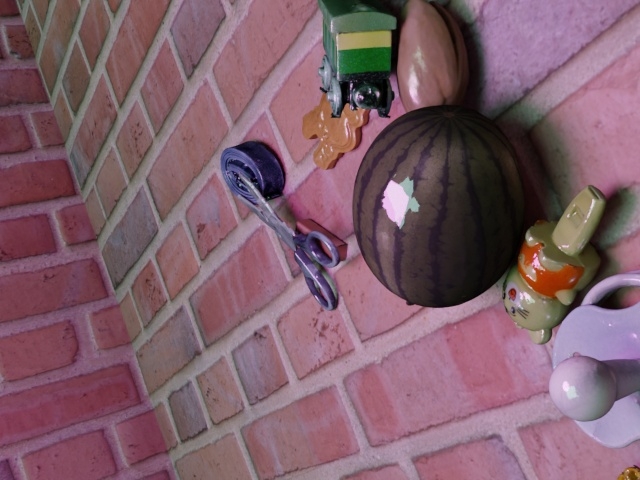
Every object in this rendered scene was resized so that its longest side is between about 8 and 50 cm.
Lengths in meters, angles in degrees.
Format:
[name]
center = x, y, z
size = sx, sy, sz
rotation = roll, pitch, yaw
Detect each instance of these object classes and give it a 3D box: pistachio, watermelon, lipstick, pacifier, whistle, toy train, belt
[pistachio]
center = 0.184, -0.301, 1.295
size = 0.135, 0.135, 0.226
rotation = -9, 87, 56
[watermelon]
center = 0.190, -0.041, 1.243
size = 0.279, 0.278, 0.360
rotation = 35, 142, 45
[lipstick]
center = 0.000, 0.000, 1.746
size = 0.145, 0.045, 0.045
rotation = 35, 128, 43
[pacifier]
center = 0.403, 0.176, 1.045
size = 0.299, 0.233, 0.244
rotation = -24, 78, 55
[whistle]
center = 0.357, 0.038, 1.172
size = 0.131, 0.106, 0.289
rotation = -110, 26, -44
[toy train]
center = 0.062, -0.344, 1.394
size = 0.301, 0.120, 0.203
rotation = -103, 10, -63
[belt]
center = -0.166, -0.167, 1.894
size = 0.190, 0.082, 0.142
rotation = 31, 133, 41

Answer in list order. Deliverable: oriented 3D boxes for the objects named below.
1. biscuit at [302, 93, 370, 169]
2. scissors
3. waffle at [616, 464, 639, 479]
[biscuit]
center = 0.033, -0.248, 1.624
size = 0.144, 0.040, 0.236
rotation = 64, 147, 9
[scissors]
center = -0.084, -0.016, 1.785
size = 0.383, 0.029, 0.256
rotation = 44, 153, 28
[waffle]
center = 0.514, 0.413, 1.131
size = 0.194, 0.051, 0.149
rotation = -2, 100, 51
